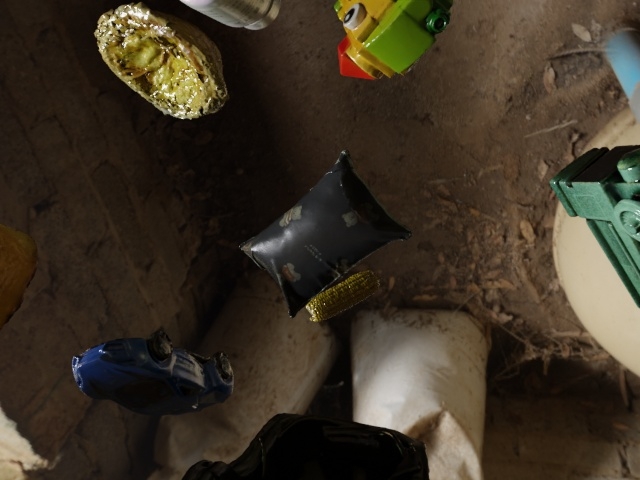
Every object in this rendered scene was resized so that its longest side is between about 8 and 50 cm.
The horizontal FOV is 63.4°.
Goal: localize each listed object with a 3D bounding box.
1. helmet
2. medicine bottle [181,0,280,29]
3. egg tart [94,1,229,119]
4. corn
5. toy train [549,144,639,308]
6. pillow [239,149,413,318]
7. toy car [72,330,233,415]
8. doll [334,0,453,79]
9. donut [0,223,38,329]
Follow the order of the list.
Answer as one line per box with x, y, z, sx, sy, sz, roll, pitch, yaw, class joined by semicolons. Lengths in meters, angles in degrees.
-0.016;0.303;0.498;0.225;0.305;0.177;4;102;33;helmet
-0.207;-0.584;1.180;0.170;0.293;0.170;3;99;17;medicine bottle
-0.249;-0.301;0.858;0.232;0.098;0.252;28;158;-12;egg tart
0.068;0.158;1.495;0.238;0.080;0.080;-26;117;-7;corn
0.268;0.001;0.411;0.071;0.111;0.170;-38;103;-4;toy train
0.000;0.000;0.478;0.090;0.048;0.150;43;118;-15;pillow
-0.177;0.158;0.577;0.103;0.063;0.216;-24;152;13;toy car
0.066;-0.221;0.430;0.106;0.186;0.134;26;152;-33;doll
-0.542;0.046;0.837;0.152;0.259;0.101;-31;135;3;donut
